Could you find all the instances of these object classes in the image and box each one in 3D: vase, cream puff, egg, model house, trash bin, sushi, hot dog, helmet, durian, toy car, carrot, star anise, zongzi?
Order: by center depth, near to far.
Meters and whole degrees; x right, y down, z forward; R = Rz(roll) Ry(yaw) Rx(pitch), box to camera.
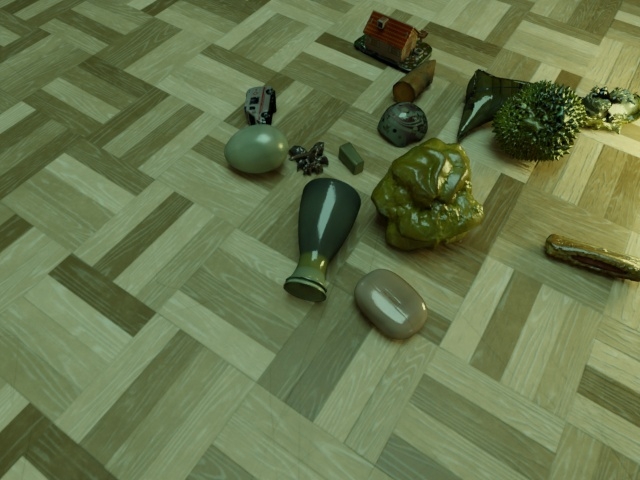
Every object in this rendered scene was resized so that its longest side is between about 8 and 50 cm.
[{"bbox_3d":[0.000,0.000,1.267,0.173,0.173,0.321,12,62,6],"label":"vase"},{"bbox_3d":[0.320,-0.129,1.293,0.323,0.274,0.270,-27,52,-15],"label":"cream puff"},{"bbox_3d":[0.787,0.054,1.303,0.288,0.068,0.083,18,35,15],"label":"hot dog"},{"bbox_3d":[-0.052,-0.281,1.423,0.148,0.227,0.219,25,70,7],"label":"star anise"},{"bbox_3d":[-0.204,-0.288,1.452,0.209,0.151,0.151,-6,55,12],"label":"egg"},{"bbox_3d":[0.714,-0.378,1.481,0.290,0.224,0.291,0,93,-5],"label":"durian"},{"bbox_3d":[0.101,-0.266,1.500,0.043,0.061,0.092,-26,63,-18],"label":"trash bin"},{"bbox_3d":[0.290,-0.419,1.580,0.176,0.107,0.153,-30,59,-19],"label":"helmet"},{"bbox_3d":[-0.214,-0.446,1.595,0.108,0.089,0.210,2,54,0],"label":"toy car"},{"bbox_3d":[0.626,-0.445,1.608,0.260,0.123,0.289,14,67,4],"label":"zongzi"},{"bbox_3d":[1.002,-0.461,1.615,0.290,0.131,0.139,1,55,-11],"label":"sushi"},{"bbox_3d":[0.369,-0.611,1.718,0.101,0.102,0.263,30,59,17],"label":"carrot"},{"bbox_3d":[0.299,-0.823,1.821,0.293,0.154,0.207,34,63,20],"label":"model house"}]

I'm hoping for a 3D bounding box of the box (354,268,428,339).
[{"bbox_3d":[0.183,0.164,1.199,0.146,0.088,0.200,-37,63,-22],"label":"box"}]
